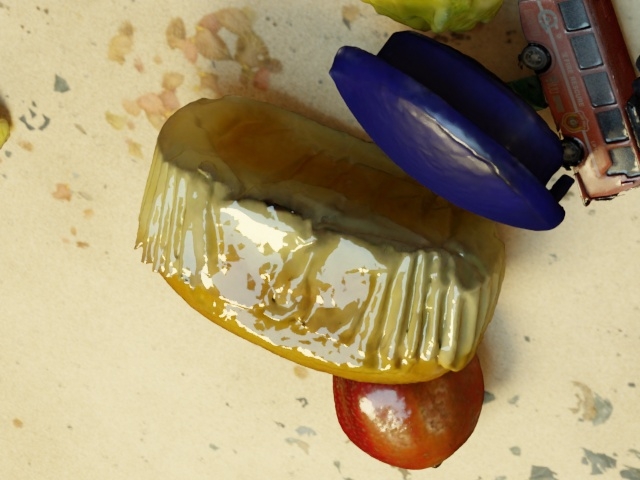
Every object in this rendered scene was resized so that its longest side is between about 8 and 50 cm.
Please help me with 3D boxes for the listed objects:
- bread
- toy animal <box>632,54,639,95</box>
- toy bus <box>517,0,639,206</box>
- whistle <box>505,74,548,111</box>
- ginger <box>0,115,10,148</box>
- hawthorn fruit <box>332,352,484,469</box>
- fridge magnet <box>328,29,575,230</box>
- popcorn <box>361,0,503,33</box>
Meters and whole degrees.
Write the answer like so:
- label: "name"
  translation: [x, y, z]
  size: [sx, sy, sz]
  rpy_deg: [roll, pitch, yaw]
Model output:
- label: "bread"
  translation: [-0.006, 0.006, 2.020]
  size: [0.388, 0.236, 0.183]
  rpy_deg: [25, 128, 11]
- label: "toy animal"
  translation: [0.446, -0.187, 1.713]
  size: [0.302, 0.225, 0.284]
  rpy_deg: [14, 149, 5]
- label: "toy bus"
  translation: [0.256, -0.146, 1.878]
  size: [0.096, 0.073, 0.235]
  rpy_deg: [-8, 120, 32]
- label: "whistle"
  translation: [0.143, -0.127, 1.976]
  size: [0.186, 0.039, 0.039]
  rpy_deg: [-14, 115, 34]
- label: "ginger"
  translation: [-0.436, -0.223, 2.200]
  size: [0.118, 0.065, 0.299]
  rpy_deg: [0, 123, 45]
- label: "hawthorn fruit"
  translation: [0.101, 0.174, 2.142]
  size: [0.169, 0.169, 0.188]
  rpy_deg: [-11, 114, 34]
- label: "fridge magnet"
  translation: [0.125, -0.103, 1.848]
  size: [0.265, 0.113, 0.265]
  rpy_deg: [36, 177, 2]
- label: "popcorn"
  translation: [0.101, -0.298, 1.788]
  size: [0.203, 0.200, 0.226]
  rpy_deg: [-42, 103, 0]
